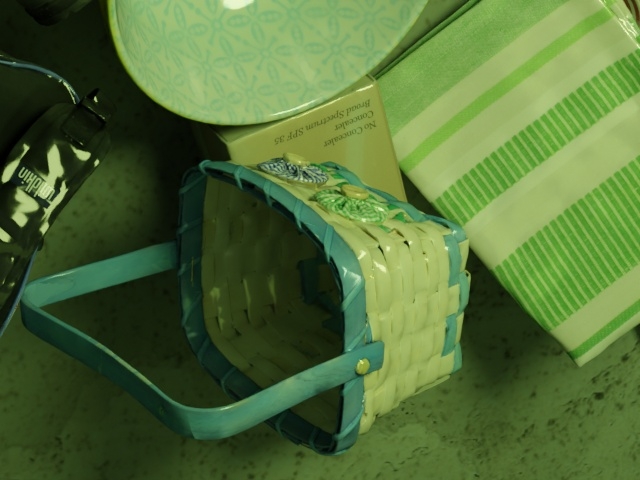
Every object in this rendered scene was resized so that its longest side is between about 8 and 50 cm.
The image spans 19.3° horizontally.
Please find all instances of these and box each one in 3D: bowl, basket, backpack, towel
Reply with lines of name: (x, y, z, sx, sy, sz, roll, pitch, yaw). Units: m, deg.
bowl: (-0.059, -0.250, 1.460, 0.289, 0.156, 0.289, -19, 137, -19)
basket: (-0.052, 0.049, 1.432, 0.289, 0.255, 0.201, -24, 125, -33)
backpack: (-0.330, -0.028, 1.399, 0.276, 0.213, 0.263, 21, 75, -27)
towel: (0.219, -0.075, 1.663, 0.248, 0.038, 0.325, -39, 100, 12)

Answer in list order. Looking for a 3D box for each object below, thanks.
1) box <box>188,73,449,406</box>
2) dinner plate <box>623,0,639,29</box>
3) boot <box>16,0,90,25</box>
box: (0.000, 0.000, 1.646, 0.148, 0.121, 0.311, -25, 122, -12)
dinner plate: (0.219, -0.192, 1.696, 0.141, 0.017, 0.141, -2, 136, -2)
boot: (-0.176, -0.331, 1.240, 0.223, 0.118, 0.338, 33, 75, -32)
